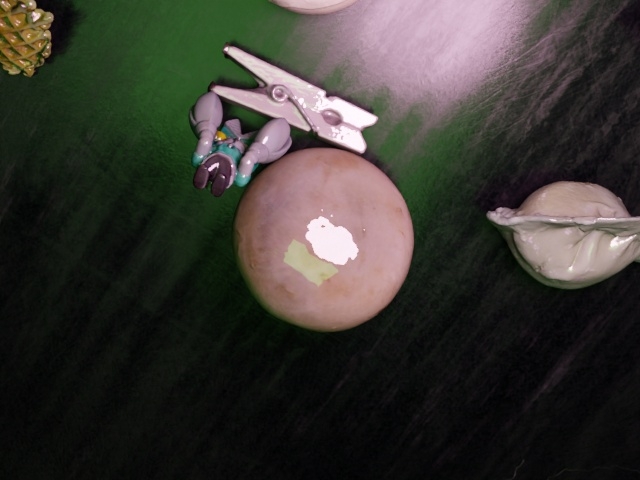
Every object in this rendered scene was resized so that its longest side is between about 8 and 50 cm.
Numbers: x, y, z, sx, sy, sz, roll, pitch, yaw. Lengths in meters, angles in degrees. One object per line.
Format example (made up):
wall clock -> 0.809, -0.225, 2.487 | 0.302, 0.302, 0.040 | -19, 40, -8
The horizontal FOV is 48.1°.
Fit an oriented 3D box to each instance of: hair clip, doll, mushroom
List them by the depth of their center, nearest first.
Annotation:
doll -> -0.149, -0.174, 1.343 | 0.194, 0.258, 0.153 | 14, 123, -28
hair clip -> -0.053, -0.268, 1.405 | 0.330, 0.085, 0.101 | 24, 86, -4
mushroom -> 0.000, 0.000, 1.425 | 0.362, 0.294, 0.363 | 2, 81, -13

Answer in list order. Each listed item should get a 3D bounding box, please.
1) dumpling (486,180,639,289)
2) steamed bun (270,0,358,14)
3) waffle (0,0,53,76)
dumpling -> 0.512, -0.027, 1.442 | 0.320, 0.212, 0.270 | -20, 144, -8
steamed bun -> -0.015, -0.547, 1.272 | 0.282, 0.177, 0.283 | -1, 109, -3
waffle -> -0.605, -0.405, 1.338 | 0.214, 0.054, 0.208 | 30, 145, -14
